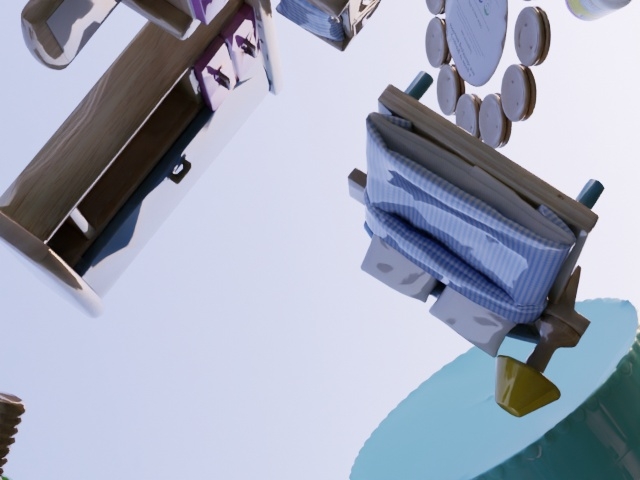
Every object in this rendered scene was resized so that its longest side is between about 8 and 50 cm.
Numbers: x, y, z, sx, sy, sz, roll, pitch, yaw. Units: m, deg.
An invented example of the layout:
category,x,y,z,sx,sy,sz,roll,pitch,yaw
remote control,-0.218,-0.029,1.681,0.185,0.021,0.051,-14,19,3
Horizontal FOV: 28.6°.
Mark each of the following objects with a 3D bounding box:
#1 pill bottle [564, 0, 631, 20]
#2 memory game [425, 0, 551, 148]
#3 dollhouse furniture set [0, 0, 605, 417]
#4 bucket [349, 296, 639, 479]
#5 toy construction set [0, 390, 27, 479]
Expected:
category,x,y,z,sx,sy,sz,roll,pitch,yaw
pill bottle,0.237,-0.210,1.045,0.043,0.083,0.043,0,-90,-9
memory game,0.107,-0.150,0.822,0.012,0.186,0.186,-4,-85,-18
dollhouse furniture set,0.000,0.000,0.664,0.198,0.303,0.286,-54,-11,-12
bucket,0.165,0.181,0.886,0.281,0.281,0.183,-40,-80,-35
toy construction set,-0.104,0.213,0.373,0.257,0.309,0.237,15,-82,-65
